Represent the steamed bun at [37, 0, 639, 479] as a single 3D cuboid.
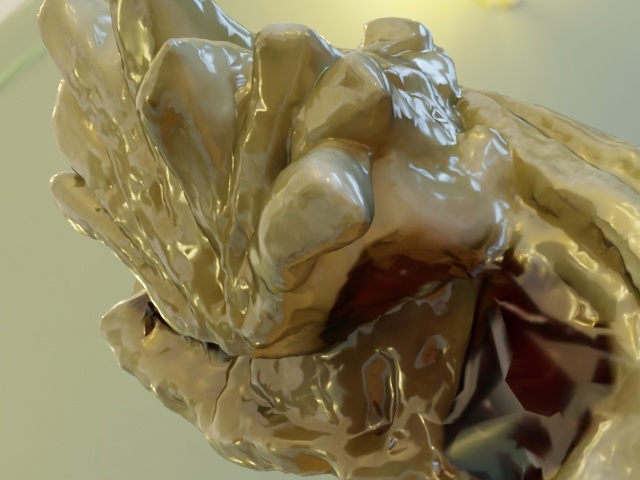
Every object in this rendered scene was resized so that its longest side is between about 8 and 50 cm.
[{"bbox_3d":[0.000,0.000,0.823,0.189,0.428,0.247,-6,-77,-33],"label":"steamed bun"}]
